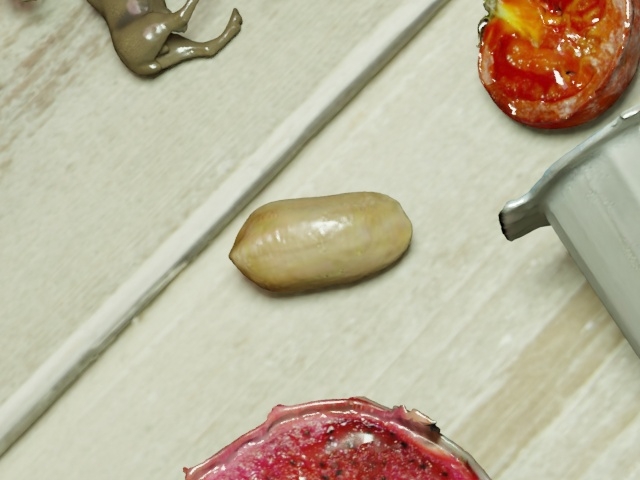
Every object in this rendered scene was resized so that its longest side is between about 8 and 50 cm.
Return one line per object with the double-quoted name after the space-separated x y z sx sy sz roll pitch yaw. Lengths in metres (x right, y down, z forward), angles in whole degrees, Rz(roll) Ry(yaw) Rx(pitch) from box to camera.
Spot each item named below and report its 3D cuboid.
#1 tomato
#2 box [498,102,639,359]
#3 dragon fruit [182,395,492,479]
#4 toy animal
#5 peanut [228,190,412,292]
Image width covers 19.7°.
0.207 -0.168 1.520 0.139 0.091 0.159 26 101 34 "tomato"
0.308 0.006 1.355 0.262 0.291 0.206 -40 70 42 "box"
0.038 0.211 1.367 0.274 0.126 0.161 14 59 14 "dragon fruit"
-0.189 -0.239 1.657 0.186 0.094 0.214 -26 69 11 "toy animal"
0.000 0.000 1.500 0.152 0.076 0.076 -10 62 5 "peanut"
